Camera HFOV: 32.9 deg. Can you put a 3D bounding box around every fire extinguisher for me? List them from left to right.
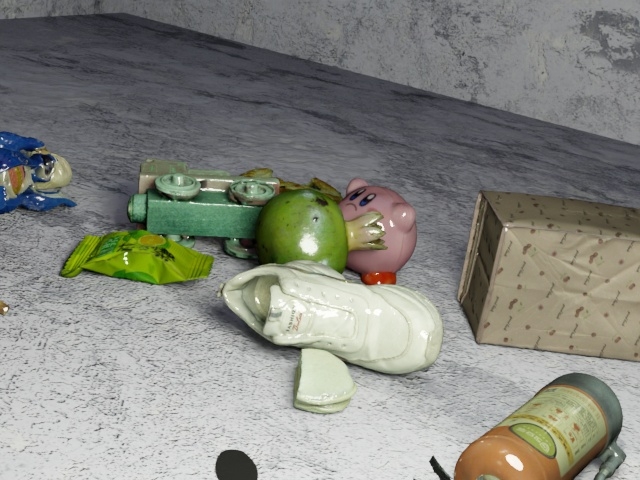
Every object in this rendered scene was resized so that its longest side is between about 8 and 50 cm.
[{"bbox_3d":[0.278,0.276,1.306,0.200,0.113,0.376,22,23,31],"label":"fire extinguisher"}]

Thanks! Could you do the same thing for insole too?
[{"bbox_3d":[-0.091,0.286,1.274,0.053,0.002,0.153,2,20,-20],"label":"insole"}]

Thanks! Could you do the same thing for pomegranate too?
[{"bbox_3d":[0.000,-0.002,1.845,0.225,0.187,0.187,-6,20,-2],"label":"pomegranate"}]

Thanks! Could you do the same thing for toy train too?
[{"bbox_3d":[-0.202,-0.067,2.002,0.304,0.150,0.221,4,22,-10],"label":"toy train"}]

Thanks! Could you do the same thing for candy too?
[{"bbox_3d":[-0.300,0.027,1.820,0.246,0.069,0.149,9,21,1],"label":"candy"}]

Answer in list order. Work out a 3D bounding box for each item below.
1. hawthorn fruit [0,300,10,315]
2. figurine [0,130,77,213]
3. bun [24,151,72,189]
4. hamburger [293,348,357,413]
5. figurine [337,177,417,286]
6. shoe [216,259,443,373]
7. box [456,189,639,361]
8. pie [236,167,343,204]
[{"bbox_3d":[-0.565,0.020,1.464,0.330,0.287,0.287,26,21,6],"label":"hawthorn fruit"},{"bbox_3d":[-0.581,-0.118,2.020,0.120,0.164,0.262,-27,-10,23],"label":"figurine"},{"bbox_3d":[-0.560,-0.147,2.190,0.115,0.069,0.115,9,18,-3],"label":"bun"},{"bbox_3d":[0.007,0.201,1.497,0.084,0.054,0.121,13,22,-3],"label":"hamburger"},{"bbox_3d":[0.095,-0.017,1.974,0.173,0.173,0.173,8,19,-3],"label":"figurine"},{"bbox_3d":[0.005,0.115,1.589,0.342,0.132,0.210,19,12,38],"label":"shoe"},{"bbox_3d":[0.407,0.057,1.825,0.297,0.225,0.190,6,21,-8],"label":"box"},{"bbox_3d":[-0.081,-0.079,2.227,0.302,0.067,0.302,10,18,-3],"label":"pie"}]
